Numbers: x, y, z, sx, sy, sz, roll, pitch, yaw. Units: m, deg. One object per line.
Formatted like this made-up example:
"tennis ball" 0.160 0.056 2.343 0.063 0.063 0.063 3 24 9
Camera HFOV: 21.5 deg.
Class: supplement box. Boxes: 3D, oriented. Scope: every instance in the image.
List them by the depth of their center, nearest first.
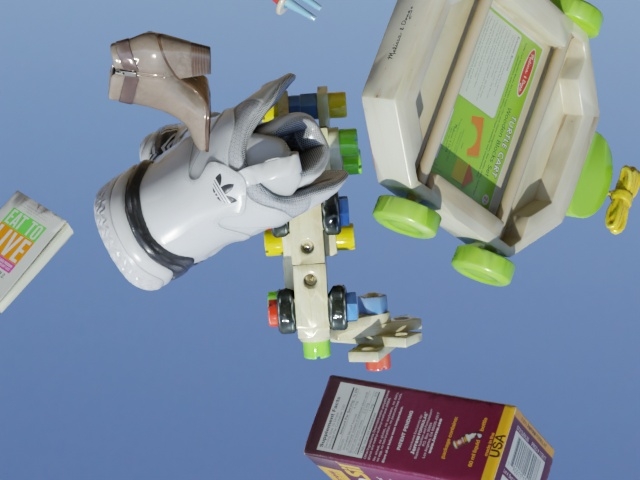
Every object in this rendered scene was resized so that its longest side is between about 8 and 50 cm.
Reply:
"supplement box" 0.095 0.186 1.482 0.188 0.080 0.104 6 154 32

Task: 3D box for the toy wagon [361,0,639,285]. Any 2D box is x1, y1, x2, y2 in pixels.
"toy wagon" 0.169 -0.097 1.489 0.068 0.267 0.344 11 166 43

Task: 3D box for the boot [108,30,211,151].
"boot" -0.136 -0.125 1.420 0.087 0.118 0.042 -2 -144 -5

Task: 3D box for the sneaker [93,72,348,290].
"sneaker" -0.077 -0.071 1.669 0.210 0.137 0.366 -26 -170 16

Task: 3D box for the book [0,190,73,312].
"book" -0.408 0.013 2.205 0.096 0.035 0.144 31 -108 23

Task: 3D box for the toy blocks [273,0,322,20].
"toy blocks" -0.047 -0.363 2.269 0.148 0.054 0.123 34 -122 8

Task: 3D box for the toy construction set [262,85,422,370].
"toy construction set" 0.000 0.000 1.811 0.151 0.327 0.215 -18 -173 3
